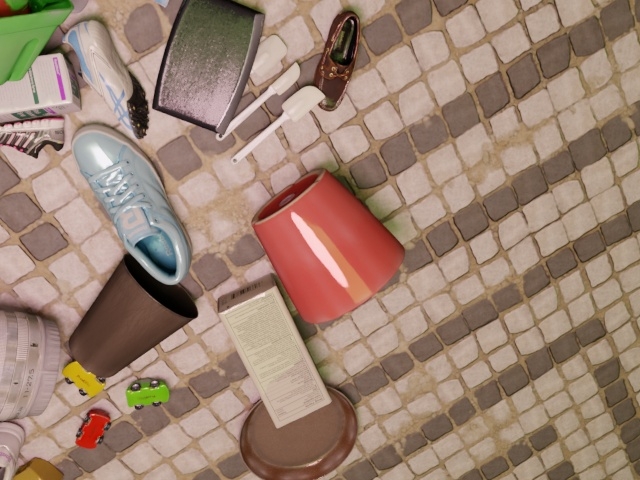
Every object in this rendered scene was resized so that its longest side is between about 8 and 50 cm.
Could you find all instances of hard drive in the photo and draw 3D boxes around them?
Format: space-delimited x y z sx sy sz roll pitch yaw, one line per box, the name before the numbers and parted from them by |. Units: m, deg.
hard drive | -0.222 -0.349 1.227 0.172 0.054 0.255 20 104 -11

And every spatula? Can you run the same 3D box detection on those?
spatula | -0.135 -0.284 1.292 0.242 0.019 0.168 -38 106 9

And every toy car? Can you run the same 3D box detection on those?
toy car | -0.465 0.361 1.453 0.225 0.053 0.239 -6 113 -12

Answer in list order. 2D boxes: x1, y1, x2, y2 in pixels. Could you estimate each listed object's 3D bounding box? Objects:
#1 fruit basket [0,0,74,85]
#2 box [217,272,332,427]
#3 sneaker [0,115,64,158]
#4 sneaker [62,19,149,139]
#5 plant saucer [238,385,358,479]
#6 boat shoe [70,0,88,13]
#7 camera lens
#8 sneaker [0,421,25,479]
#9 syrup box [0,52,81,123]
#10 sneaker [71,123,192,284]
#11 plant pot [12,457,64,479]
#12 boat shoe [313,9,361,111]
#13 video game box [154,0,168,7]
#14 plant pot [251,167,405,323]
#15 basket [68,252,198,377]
fruit basket | -0.572 -0.463 0.958 0.392 0.283 0.392 8 117 16
box | -0.106 0.251 1.432 0.148 0.121 0.311 -24 105 -4
sneaker | -0.575 -0.191 1.207 0.170 0.063 0.075 -12 107 -14
sneaker | -0.406 -0.302 1.204 0.086 0.085 0.237 -12 120 20
plant saucer | -0.057 0.487 1.602 0.310 0.050 0.311 -5 112 -12
boat shoe | -0.426 -0.567 1.066 0.119 0.121 0.335 23 100 -1
camera lens | -0.685 0.242 1.235 0.274 0.219 0.219 14 108 -37
sneaker | -0.770 0.559 1.403 0.114 0.152 0.305 23 105 -23
syrup box | -0.573 -0.272 1.149 0.236 0.093 0.096 -10 95 -9
sneaker | -0.367 -0.066 1.258 0.135 0.150 0.366 -34 114 0
plant pot | -0.672 0.563 1.470 0.081 0.081 0.083 -33 103 0
boat shoe | 0.035 -0.364 1.283 0.073 0.073 0.207 5 111 -16
video game box | -0.304 -0.540 1.089 0.187 0.048 0.205 7 114 -59
plant pot | 0.000 0.000 1.325 0.275 0.275 0.243 -37 106 2
basket | -0.414 0.174 1.344 0.227 0.154 0.204 -45 112 10
